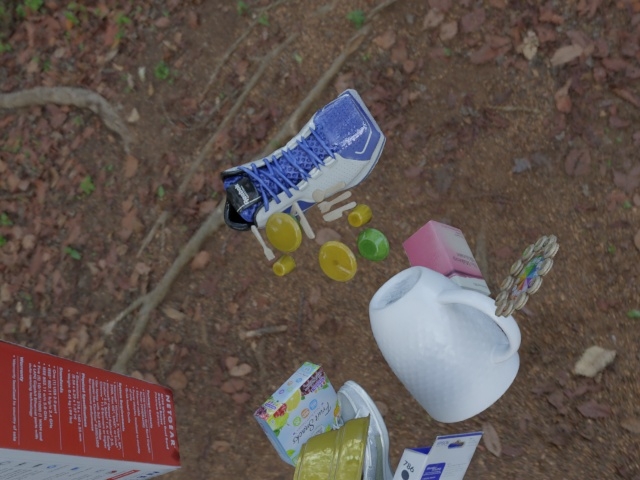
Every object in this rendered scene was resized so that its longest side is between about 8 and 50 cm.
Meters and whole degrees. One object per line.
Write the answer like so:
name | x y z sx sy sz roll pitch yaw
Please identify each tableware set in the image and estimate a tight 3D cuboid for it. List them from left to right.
tableware set | 0.000 0.000 0.777 0.154 0.024 0.104 -25 96 38

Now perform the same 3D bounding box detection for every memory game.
memory game | 0.381 0.066 1.315 0.012 0.186 0.186 33 86 -3

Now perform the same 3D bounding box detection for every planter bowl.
planter bowl | 0.008 0.342 0.985 0.090 0.217 0.217 10 73 5

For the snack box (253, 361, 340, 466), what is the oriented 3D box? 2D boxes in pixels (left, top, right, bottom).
snack box | -0.050 0.452 1.840 0.207 0.174 0.070 -40 28 -28

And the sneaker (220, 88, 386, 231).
sneaker | -0.050 -0.098 1.136 0.315 0.182 0.127 -40 81 32

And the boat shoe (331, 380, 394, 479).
boat shoe | 0.091 0.481 1.615 0.118 0.103 0.320 6 111 60

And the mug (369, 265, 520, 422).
mug | 0.312 0.225 1.710 0.374 0.328 0.276 -24 20 51

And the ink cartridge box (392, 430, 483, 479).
ink cartridge box | 0.213 0.530 1.472 0.065 0.165 0.332 33 106 46

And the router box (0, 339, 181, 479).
router box | -0.344 0.190 0.600 0.336 0.301 0.082 -21 63 14

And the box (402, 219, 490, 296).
box | 0.357 0.079 2.012 0.127 0.149 0.232 -43 51 32
